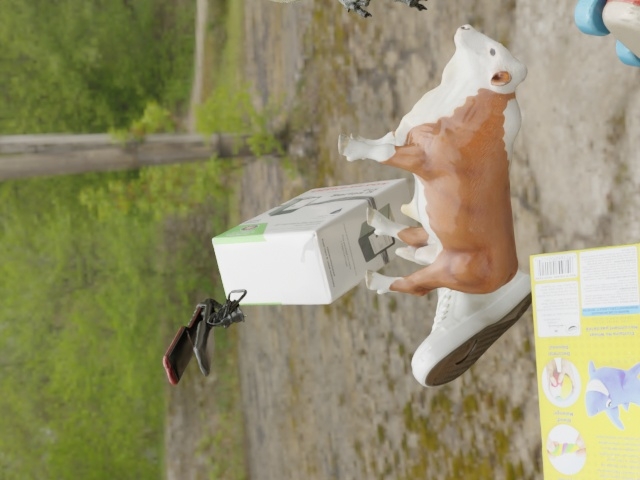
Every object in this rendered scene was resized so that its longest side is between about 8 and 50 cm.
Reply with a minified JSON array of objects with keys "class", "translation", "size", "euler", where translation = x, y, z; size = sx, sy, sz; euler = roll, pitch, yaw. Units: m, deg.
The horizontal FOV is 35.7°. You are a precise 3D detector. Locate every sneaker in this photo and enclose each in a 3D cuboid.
[{"class":"sneaker","translation":[0.188,0.104,1.388],"size":[0.123,0.290,0.106],"euler":[37,128,20]}]

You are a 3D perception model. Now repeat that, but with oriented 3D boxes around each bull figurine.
[{"class":"bull figurine","translation":[0.127,-0.067,1.041],"size":[0.101,0.188,0.310],"euler":[-73,-24,-55]}]

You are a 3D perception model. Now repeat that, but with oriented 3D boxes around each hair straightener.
[{"class":"hair straightener","translation":[-0.130,0.113,1.260],"size":[0.230,0.089,0.047],"euler":[-65,-41,-74]}]

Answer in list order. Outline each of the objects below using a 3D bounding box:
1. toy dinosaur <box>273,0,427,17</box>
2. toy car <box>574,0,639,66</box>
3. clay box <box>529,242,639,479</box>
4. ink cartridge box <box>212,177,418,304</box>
[{"class":"toy dinosaur","translation":[0.052,-0.299,1.116],"size":[0.118,0.268,0.064],"euler":[57,168,34]},{"class":"toy car","translation":[0.563,-0.394,1.536],"size":[0.238,0.210,0.219],"euler":[-63,32,2]},{"class":"clay box","translation":[0.203,0.113,0.626],"size":[0.127,0.053,0.222],"euler":[-9,83,50]},{"class":"ink cartridge box","translation":[0.000,0.000,1.538],"size":[0.198,0.273,0.115],"euler":[-4,106,36]}]
